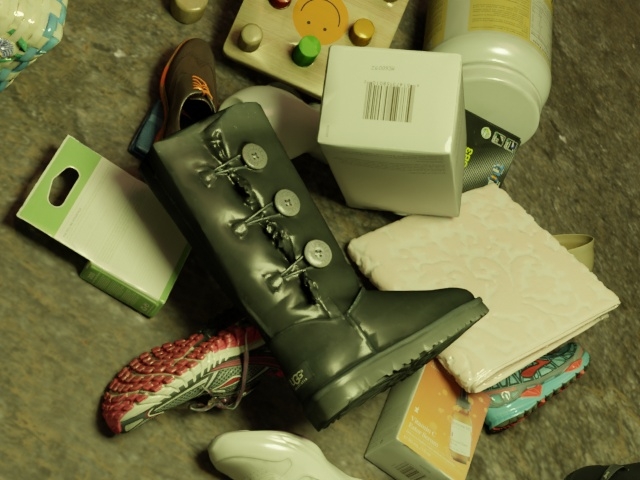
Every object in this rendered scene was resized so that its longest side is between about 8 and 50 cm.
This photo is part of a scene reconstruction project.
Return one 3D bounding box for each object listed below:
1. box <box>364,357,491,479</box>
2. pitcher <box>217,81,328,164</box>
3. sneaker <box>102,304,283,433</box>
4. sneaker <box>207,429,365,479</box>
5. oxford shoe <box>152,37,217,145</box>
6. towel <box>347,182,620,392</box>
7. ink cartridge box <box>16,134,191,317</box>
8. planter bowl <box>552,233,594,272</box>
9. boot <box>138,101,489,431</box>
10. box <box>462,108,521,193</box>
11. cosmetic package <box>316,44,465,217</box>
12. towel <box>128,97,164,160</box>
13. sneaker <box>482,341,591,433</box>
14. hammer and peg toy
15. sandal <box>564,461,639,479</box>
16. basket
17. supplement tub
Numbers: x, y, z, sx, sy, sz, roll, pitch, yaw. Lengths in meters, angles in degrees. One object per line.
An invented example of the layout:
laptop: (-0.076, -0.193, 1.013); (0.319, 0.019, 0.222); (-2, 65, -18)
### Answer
box: (0.165, 0.283, 1.742); (0.130, 0.091, 0.170); (36, 49, -11)
pitcher: (-0.078, -0.200, 1.856); (0.207, 0.125, 0.178); (-1, 43, -46)
sneaker: (-0.158, 0.189, 1.566); (0.299, 0.121, 0.112); (-26, 110, -34)
sneaker: (-0.023, 0.361, 1.550); (0.305, 0.114, 0.152); (32, 49, -15)
oxford shoe: (-0.188, -0.212, 1.748); (0.097, 0.098, 0.271); (21, 54, -28)
towel: (0.258, 0.065, 1.843); (0.317, 0.053, 0.332); (-23, 52, -26)
ink cartridge box: (-0.299, -0.020, 1.629); (0.235, 0.056, 0.171); (31, 50, -12)
planter bowl: (0.405, 0.060, 2.012); (0.162, 0.162, 0.109); (-18, 102, -40)
boot: (-0.001, 0.000, 1.620); (0.367, 0.146, 0.445); (-23, 71, -46)
box: (0.234, -0.131, 1.999); (0.184, 0.045, 0.190); (25, 89, -23)
cosmetic package: (0.119, -0.153, 1.738); (0.197, 0.365, 0.155); (6, 79, 8)
towel: (-0.245, -0.164, 1.767); (0.067, 0.029, 0.119); (34, 49, -16)
sneaker: (0.348, 0.210, 1.903); (0.262, 0.104, 0.125); (-25, 77, -41)
hammer and peg toy: (-0.048, -0.396, 1.889); (0.361, 0.127, 0.266); (25, 80, -6)
sandal: (0.497, 0.412, 1.917); (0.254, 0.054, 0.097); (-7, 68, -37)
basket: (-0.501, -0.337, 1.545); (0.289, 0.255, 0.201); (27, 53, -33)
supplement tub: (0.306, -0.349, 2.113); (0.241, 0.241, 0.331); (25, 53, -21)
